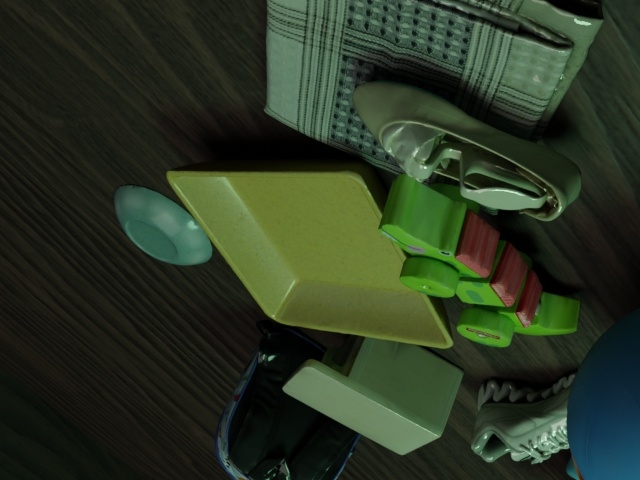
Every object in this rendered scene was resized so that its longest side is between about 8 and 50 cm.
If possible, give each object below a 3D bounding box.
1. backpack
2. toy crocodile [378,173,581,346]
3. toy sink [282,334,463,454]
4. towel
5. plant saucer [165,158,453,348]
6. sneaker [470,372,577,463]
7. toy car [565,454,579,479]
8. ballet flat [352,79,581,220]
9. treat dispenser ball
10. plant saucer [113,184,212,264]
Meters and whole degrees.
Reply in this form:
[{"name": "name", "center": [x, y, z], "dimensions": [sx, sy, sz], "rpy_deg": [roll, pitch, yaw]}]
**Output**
[{"name": "backpack", "center": [-0.058, 0.322, 1.509], "dimensions": [0.277, 0.263, 0.213], "rpy_deg": [31, 150, -1]}, {"name": "toy crocodile", "center": [0.183, 0.031, 0.975], "dimensions": [0.105, 0.115, 0.340], "rpy_deg": [2, 152, 44]}, {"name": "toy sink", "center": [0.082, 0.220, 1.370], "dimensions": [0.234, 0.131, 0.153], "rpy_deg": [28, 149, -4]}, {"name": "towel", "center": [0.085, -0.172, 0.876], "dimensions": [0.312, 0.056, 0.324], "rpy_deg": [26, 148, 9]}, {"name": "plant saucer", "center": [0.000, 0.000, 1.174], "dimensions": [0.333, 0.081, 0.333], "rpy_deg": [5, 140, 38]}, {"name": "sneaker", "center": [0.334, 0.264, 1.226], "dimensions": [0.110, 0.118, 0.292], "rpy_deg": [45, 146, -18]}, {"name": "toy car", "center": [0.440, 0.470, 1.400], "dimensions": [0.210, 0.219, 0.238], "rpy_deg": [26, 177, 10]}, {"name": "ballet flat", "center": [0.135, -0.085, 0.851], "dimensions": [0.248, 0.086, 0.086], "rpy_deg": [22, 148, 10]}, {"name": "treat dispenser ball", "center": [0.406, 0.199, 0.895], "dimensions": [0.288, 0.288, 0.288], "rpy_deg": [23, 148, 15]}, {"name": "plant saucer", "center": [-0.274, -0.012, 1.442], "dimensions": [0.195, 0.037, 0.195], "rpy_deg": [22, 149, 14]}]
